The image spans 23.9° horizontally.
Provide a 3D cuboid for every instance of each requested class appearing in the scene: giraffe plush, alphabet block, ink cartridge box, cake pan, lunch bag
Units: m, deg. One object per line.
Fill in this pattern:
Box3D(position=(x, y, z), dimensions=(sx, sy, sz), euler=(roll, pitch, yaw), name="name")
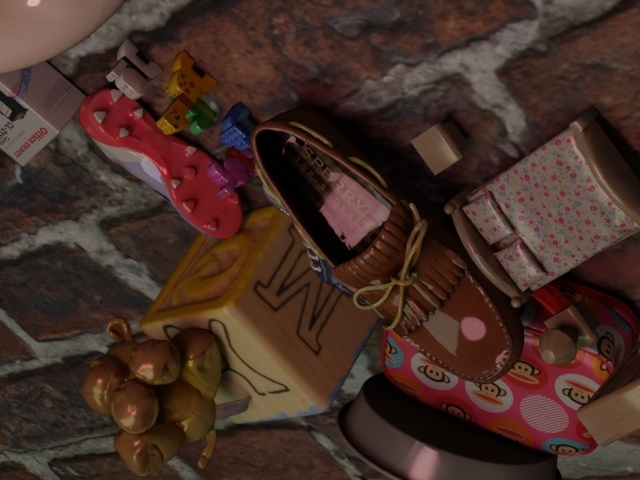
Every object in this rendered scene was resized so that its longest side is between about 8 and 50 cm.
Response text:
Box3D(position=(-0.214, 0.176, 1.843), dimensions=(0.170, 0.181, 0.210), euler=(20, -179, 34), name="giraffe plush")
Box3D(position=(-0.071, 0.093, 1.909), dimensions=(0.192, 0.193, 0.197), euler=(-14, 125, 45), name="alphabet block")
Box3D(position=(-0.399, -0.191, 1.905), dimensions=(0.175, 0.072, 0.127), euler=(41, 144, -13), name="ink cartridge box")
Box3D(position=(0.166, 0.239, 1.877), dimensions=(0.293, 0.293, 0.054), euler=(20, 107, 16), name="cake pan")
Box3D(position=(0.218, 0.115, 1.777), dimensions=(0.293, 0.120, 0.258), euler=(21, 144, 15), name="lunch bag")

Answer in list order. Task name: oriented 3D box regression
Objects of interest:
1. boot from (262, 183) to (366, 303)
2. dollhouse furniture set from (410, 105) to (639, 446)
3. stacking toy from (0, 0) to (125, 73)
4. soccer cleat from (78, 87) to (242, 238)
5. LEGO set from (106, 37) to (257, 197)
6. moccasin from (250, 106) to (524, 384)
Box3D(position=(0.000, 0.000, 1.819), dimensions=(0.190, 0.069, 0.086), euler=(32, 115, -1), name="boot")
Box3D(position=(0.260, -0.002, 1.493), dimensions=(0.355, 0.174, 0.303), euler=(53, 134, -2), name="dollhouse furniture set")
Box3D(position=(-0.326, -0.311, 1.475), dimensions=(0.351, 0.350, 0.480), euler=(34, 176, -5), name="stacking toy")
Box3D(position=(-0.198, -0.094, 1.880), dimensions=(0.248, 0.083, 0.095), euler=(41, 161, -14), name="soccer cleat")
Box3D(position=(-0.153, -0.138, 1.763), dimensions=(0.227, 0.093, 0.087), euler=(42, 145, -16), name="LEGO set")
Box3D(position=(0.070, 0.005, 1.645), dimensions=(0.139, 0.147, 0.380), euler=(-40, 83, 20), name="moccasin")
